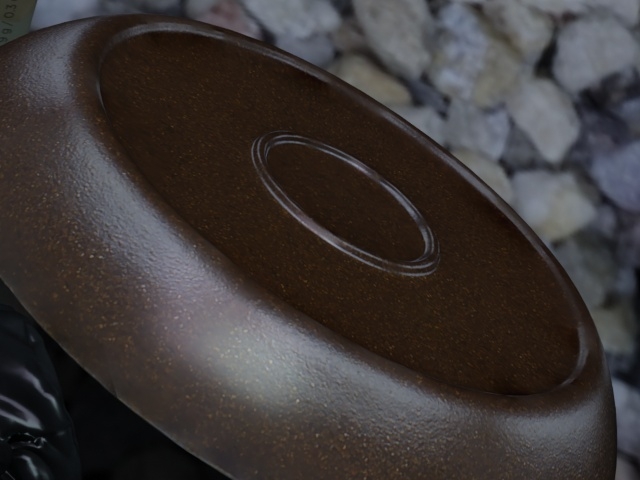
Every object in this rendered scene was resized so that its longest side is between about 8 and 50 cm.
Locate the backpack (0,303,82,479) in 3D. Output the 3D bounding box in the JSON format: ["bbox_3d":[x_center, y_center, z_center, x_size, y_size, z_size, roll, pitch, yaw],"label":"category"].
[{"bbox_3d":[-0.177,0.093,0.575,0.182,0.152,0.115,-14,51,-19],"label":"backpack"}]

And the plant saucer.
[{"bbox_3d":[0.000,0.000,0.694,0.310,0.050,0.311,28,25,-14],"label":"plant saucer"}]

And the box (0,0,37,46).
[{"bbox_3d":[-0.280,-0.162,0.743,0.311,0.121,0.148,-4,55,-26],"label":"box"}]
